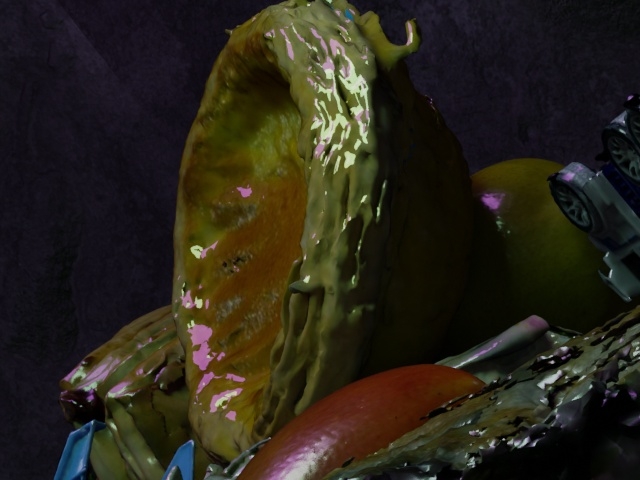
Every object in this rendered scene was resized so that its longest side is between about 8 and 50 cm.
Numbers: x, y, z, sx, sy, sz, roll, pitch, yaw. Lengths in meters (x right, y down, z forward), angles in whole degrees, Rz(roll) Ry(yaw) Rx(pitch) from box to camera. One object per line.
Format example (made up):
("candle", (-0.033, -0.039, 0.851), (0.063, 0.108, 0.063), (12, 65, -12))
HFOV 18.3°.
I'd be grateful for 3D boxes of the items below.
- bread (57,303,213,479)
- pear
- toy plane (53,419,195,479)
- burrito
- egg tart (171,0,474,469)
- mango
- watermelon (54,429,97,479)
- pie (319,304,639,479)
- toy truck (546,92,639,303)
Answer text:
("bread", (-0.059, 0.165, 1.788), (0.167, 0.277, 0.324), (-34, -3, 32))
("pear", (0.160, 0.031, 1.542), (0.198, 0.198, 0.198), (-38, -2, -2))
("toy plane", (-0.186, 0.265, 1.487), (0.271, 0.254, 0.105), (-30, -34, 12))
("burrito", (0.040, 0.127, 1.302), (0.309, 0.066, 0.096), (-23, -12, 11))
("egg tart", (0.000, 0.000, 1.494), (0.169, 0.388, 0.388), (9, -24, -21))
("mango", (-0.001, 0.179, 1.157), (0.289, 0.129, 0.146), (-47, 5, -32))
("watermelon", (-0.161, 0.276, 2.167), (0.269, 0.269, 0.269), (-38, -2, -2))
("pie", (0.061, 0.103, 0.832), (0.371, 0.078, 0.296), (-24, -7, -14))
("toy truck", (0.250, -0.033, 1.208), (0.124, 0.155, 0.268), (-37, -5, -14))
